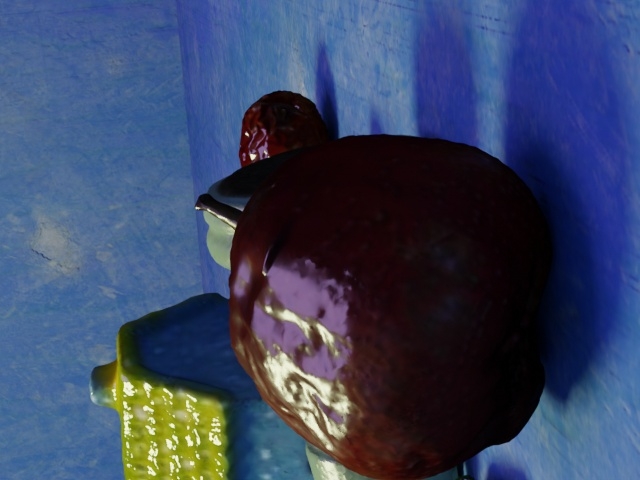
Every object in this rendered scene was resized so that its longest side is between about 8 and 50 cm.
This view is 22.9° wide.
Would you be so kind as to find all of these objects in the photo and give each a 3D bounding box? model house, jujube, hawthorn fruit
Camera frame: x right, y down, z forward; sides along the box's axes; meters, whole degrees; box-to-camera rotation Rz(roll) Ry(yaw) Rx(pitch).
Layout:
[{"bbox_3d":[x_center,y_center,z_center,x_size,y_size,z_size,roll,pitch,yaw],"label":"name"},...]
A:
[{"bbox_3d":[-0.088,0.189,1.686,0.215,0.303,0.237,-95,5,-55],"label":"model house"},{"bbox_3d":[-0.041,-0.085,1.780,0.176,0.109,0.112,90,-157,-50],"label":"jujube"},{"bbox_3d":[0.027,0.028,1.042,0.266,0.210,0.230,32,155,32],"label":"hawthorn fruit"}]

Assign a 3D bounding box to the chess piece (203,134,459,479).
[{"bbox_3d":[0.027,0.080,1.290,0.194,0.194,0.299,-129,25,-74],"label":"chess piece"}]

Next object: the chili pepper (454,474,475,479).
[{"bbox_3d":[0.119,0.215,1.179,0.182,0.050,0.073,-179,90,-78],"label":"chili pepper"}]
